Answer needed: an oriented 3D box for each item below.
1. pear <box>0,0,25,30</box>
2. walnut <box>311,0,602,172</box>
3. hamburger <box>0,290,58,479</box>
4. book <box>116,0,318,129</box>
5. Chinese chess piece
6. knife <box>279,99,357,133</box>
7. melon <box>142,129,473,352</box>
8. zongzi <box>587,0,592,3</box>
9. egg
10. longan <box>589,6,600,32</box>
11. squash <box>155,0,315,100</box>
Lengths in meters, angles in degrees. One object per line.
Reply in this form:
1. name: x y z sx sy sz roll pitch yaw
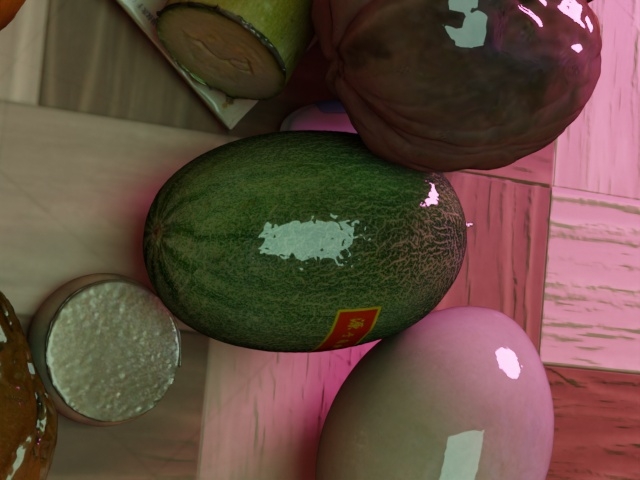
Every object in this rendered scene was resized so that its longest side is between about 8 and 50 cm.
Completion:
1. pear: -0.302 -0.308 1.027 0.352 0.352 0.413 7 92 -27
2. walnut: 0.107 -0.158 1.188 0.224 0.224 0.224 1 87 -27
3. hamburger: -0.334 0.134 1.107 0.285 0.134 0.265 -30 103 -27
4. book: -0.048 -0.259 1.330 0.201 0.026 0.289 49 68 -19
5. Chinese chess piece: -0.171 0.086 1.240 0.122 0.051 0.122 1 88 -29
6. knife: 0.060 -0.093 1.378 0.222 0.031 0.064 -3 86 -31
7. melon: 0.000 0.000 1.255 0.288 0.182 0.182 -4 90 -23
8. zongzi: 0.155 -0.355 1.357 0.286 0.138 0.300 37 32 -15
9. egg: 0.096 0.169 1.297 0.186 0.186 0.253 35 75 -22
10. longan: 0.224 -0.196 1.440 0.075 0.075 0.083 2 116 -27
11. squash: -0.041 -0.217 1.253 0.123 0.123 0.186 35 70 -22
